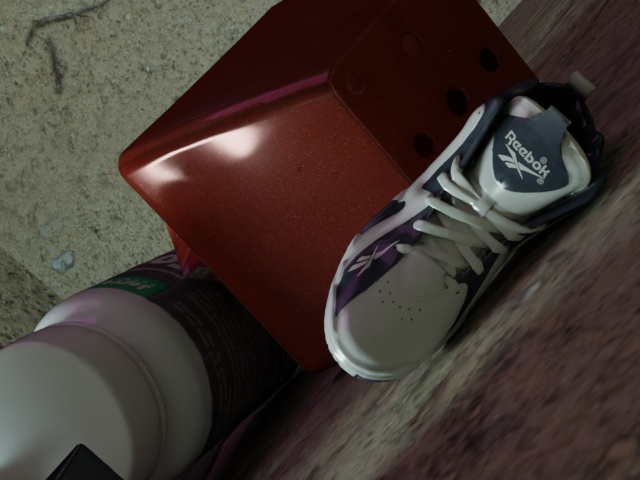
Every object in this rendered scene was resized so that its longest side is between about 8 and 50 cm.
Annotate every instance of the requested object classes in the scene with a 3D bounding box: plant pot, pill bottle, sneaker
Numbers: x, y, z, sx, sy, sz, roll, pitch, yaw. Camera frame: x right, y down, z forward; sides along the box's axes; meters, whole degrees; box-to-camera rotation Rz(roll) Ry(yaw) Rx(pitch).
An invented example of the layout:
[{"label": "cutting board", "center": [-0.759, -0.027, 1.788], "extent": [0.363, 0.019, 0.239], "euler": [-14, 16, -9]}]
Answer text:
[{"label": "plant pot", "center": [0.043, -0.082, 0.858], "extent": [0.235, 0.267, 0.267], "euler": [-22, 24, 53]}, {"label": "pill bottle", "center": [-0.168, 0.128, 1.024], "extent": [0.204, 0.204, 0.361], "euler": [-48, -7, 24]}, {"label": "sneaker", "center": [0.097, -0.021, 0.623], "extent": [0.235, 0.094, 0.153], "euler": [-40, -10, -25]}]

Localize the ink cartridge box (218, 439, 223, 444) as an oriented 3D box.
[{"label": "ink cartridge box", "center": [-0.144, 0.201, 1.366], "extent": [0.158, 0.092, 0.218], "euler": [-50, 5, -1]}]

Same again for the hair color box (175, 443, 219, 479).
[{"label": "hair color box", "center": [-0.248, 0.275, 1.071], "extent": [0.113, 0.185, 0.374], "euler": [-47, 4, 15]}]

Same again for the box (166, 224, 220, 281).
[{"label": "box", "center": [-0.026, -0.034, 1.059], "extent": [0.256, 0.123, 0.128], "euler": [7, -42, -40]}]

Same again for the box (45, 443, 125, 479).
[{"label": "box", "center": [-0.171, 0.264, 0.511], "extent": [0.270, 0.143, 0.165], "euler": [-49, 5, -1]}]
